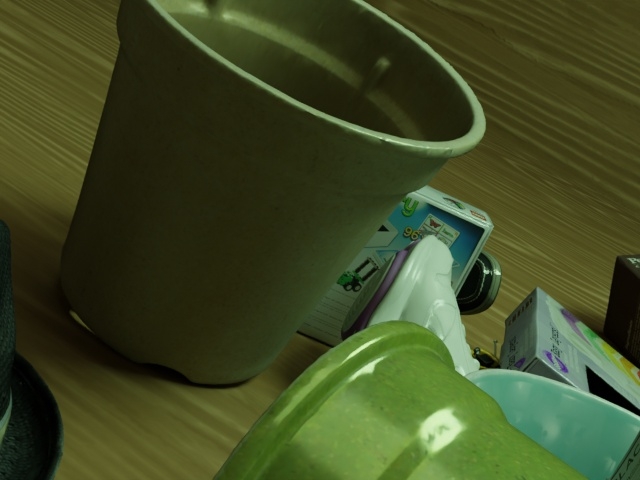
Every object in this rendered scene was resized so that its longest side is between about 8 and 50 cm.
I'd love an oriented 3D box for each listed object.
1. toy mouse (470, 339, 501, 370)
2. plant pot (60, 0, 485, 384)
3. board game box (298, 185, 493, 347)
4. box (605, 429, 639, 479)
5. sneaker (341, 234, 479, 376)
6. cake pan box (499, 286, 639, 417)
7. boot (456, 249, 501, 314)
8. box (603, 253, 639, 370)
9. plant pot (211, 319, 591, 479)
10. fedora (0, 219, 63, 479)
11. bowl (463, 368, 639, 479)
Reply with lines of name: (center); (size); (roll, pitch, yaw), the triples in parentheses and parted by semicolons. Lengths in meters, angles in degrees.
toy mouse: (0.210, 0.174, 1.315); (0.143, 0.031, 0.161); (38, 22, 22)
plant pot: (-0.075, -0.056, 1.057); (0.333, 0.305, 0.334); (23, 27, -13)
board game box: (0.000, 0.000, 1.248); (0.305, 0.193, 0.053); (24, 17, -9)
box: (0.335, 0.172, 0.714); (0.290, 0.169, 0.087); (28, 19, 1)
sneaker: (0.091, 0.120, 1.112); (0.152, 0.114, 0.305); (31, 41, -8)
cake pan box: (0.306, 0.181, 1.299); (0.245, 0.070, 0.267); (38, 17, 1)
boot: (0.087, 0.026, 1.445); (0.178, 0.085, 0.236); (14, 2, -31)
box: (0.562, 0.151, 1.636); (0.191, 0.143, 0.381); (-3, 23, -14)
plant pot: (0.090, 0.210, 0.536); (0.254, 0.276, 0.276); (24, 14, 27)
fedora: (-0.288, 0.047, 0.747); (0.334, 0.153, 0.334); (24, 17, -8)
bowl: (0.195, 0.244, 0.854); (0.311, 0.163, 0.311); (25, 16, -8)
